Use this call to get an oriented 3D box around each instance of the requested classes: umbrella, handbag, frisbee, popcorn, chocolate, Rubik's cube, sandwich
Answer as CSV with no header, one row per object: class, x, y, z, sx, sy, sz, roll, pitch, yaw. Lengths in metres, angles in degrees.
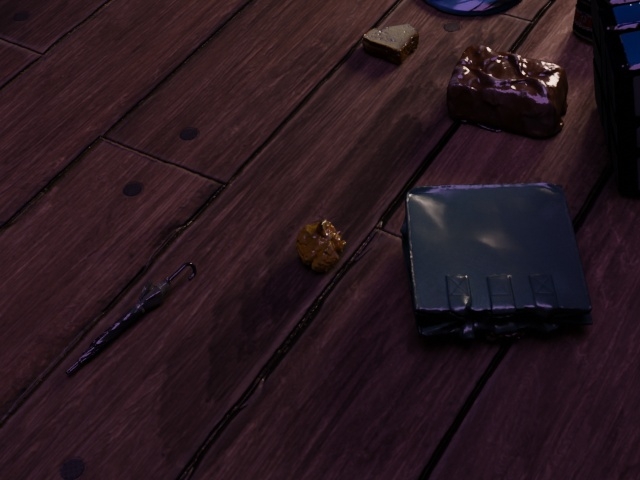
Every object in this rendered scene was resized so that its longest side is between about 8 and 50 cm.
umbrella,-0.299,0.111,1.562,0.269,0.044,0.044,-40,25,-29
handbag,0.259,0.034,1.543,0.268,0.100,0.274,-4,48,-3
frisbee,0.323,-0.560,2.124,0.242,0.045,0.242,-4,47,4
popcorn,0.000,0.000,1.608,0.084,0.084,0.084,-3,47,3
chocolate,0.345,-0.275,1.821,0.214,0.093,0.148,13,51,17
Rubik's cube,0.604,-0.275,1.638,0.288,0.293,0.283,-10,43,12
sandwich,0.140,-0.399,1.995,0.105,0.036,0.093,22,54,26

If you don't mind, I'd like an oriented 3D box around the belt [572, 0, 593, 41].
belt,0.665,-0.412,1.915,0.359,0.094,0.126,13,51,18
